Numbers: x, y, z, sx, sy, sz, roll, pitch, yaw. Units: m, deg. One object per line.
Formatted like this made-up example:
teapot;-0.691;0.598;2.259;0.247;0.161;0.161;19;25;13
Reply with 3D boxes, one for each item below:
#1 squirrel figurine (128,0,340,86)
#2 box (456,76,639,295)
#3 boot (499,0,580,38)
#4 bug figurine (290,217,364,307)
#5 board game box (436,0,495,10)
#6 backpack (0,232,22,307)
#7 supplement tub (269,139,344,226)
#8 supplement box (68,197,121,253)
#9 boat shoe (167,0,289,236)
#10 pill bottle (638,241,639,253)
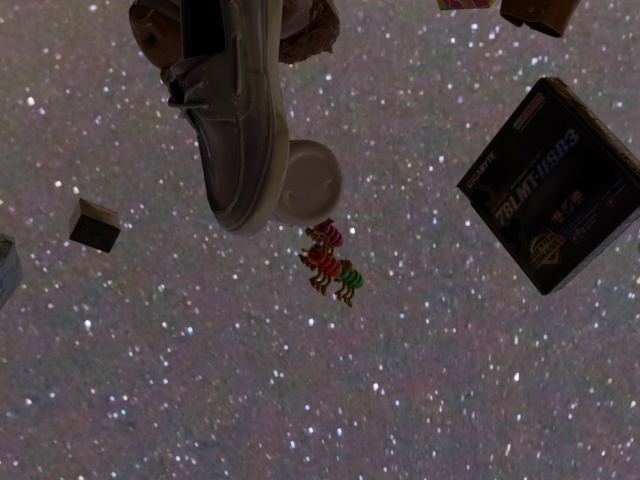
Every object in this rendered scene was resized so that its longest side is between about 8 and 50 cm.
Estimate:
squirrel figurine;-0.178;-0.446;1.582;0.370;0.397;0.281;-28;-121;27
box;0.431;-0.099;1.447;0.073;0.296;0.293;-13;-121;-42
boot;0.381;-0.533;1.485;0.295;0.104;0.211;26;-93;-12
bug figurine;0.000;0.000;1.486;0.072;0.216;0.279;-37;-133;10
board game box;0.252;-0.575;1.538;0.124;0.259;0.039;13;-126;43
backpack;-0.567;0.055;1.117;0.273;0.356;0.290;29;-119;9
supplement tub;-0.034;-0.050;0.654;0.071;0.071;0.107;-39;-158;-19
supplement box;-0.441;-0.029;1.513;0.056;0.083;0.083;-58;-151;15
boat shoe;-0.077;-0.117;0.573;0.079;0.081;0.228;-11;-103;47
pill bottle;0.449;-0.026;0.987;0.065;0.065;0.116;23;-118;25
